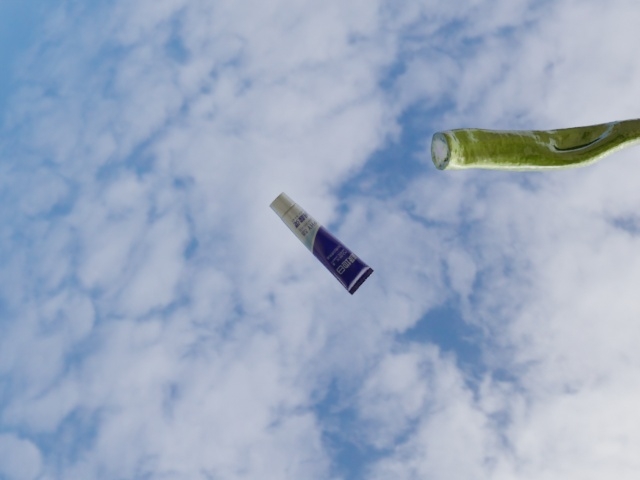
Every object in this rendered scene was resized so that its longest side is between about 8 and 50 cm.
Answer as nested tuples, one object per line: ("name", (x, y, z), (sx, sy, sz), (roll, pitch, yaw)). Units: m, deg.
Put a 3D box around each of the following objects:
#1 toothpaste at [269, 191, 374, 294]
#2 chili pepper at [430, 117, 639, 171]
("toothpaste", (0.000, 0.000, 0.465), (0.083, 0.015, 0.024), (45, -106, -2))
("chili pepper", (0.205, -0.088, 0.633), (0.202, 0.050, 0.052), (-4, -146, 3))
